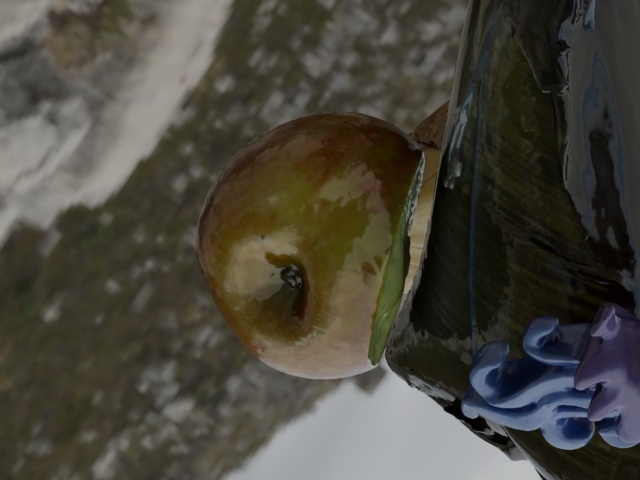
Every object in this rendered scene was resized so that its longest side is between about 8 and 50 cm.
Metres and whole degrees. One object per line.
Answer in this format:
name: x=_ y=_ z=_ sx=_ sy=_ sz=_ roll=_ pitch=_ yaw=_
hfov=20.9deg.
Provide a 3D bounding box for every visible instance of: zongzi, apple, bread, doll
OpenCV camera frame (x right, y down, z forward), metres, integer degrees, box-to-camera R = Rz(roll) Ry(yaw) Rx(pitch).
zongzi: x=0.226 y=0.024 z=1.129 sx=0.432 sy=0.207 sz=0.403 roll=49 pitch=-39 yaw=47
apple: x=0.000 y=0.000 z=1.219 sx=0.173 sy=0.160 sz=0.195 roll=-36 pitch=145 yaw=-51
bread: x=0.139 y=-0.054 z=2.141 sx=0.294 sy=0.166 sz=0.132 roll=-39 pitch=-129 yaw=26
doll: x=0.153 y=0.077 z=0.953 sx=0.206 sy=0.110 sz=0.067 roll=-11 pitch=-137 yaw=43
